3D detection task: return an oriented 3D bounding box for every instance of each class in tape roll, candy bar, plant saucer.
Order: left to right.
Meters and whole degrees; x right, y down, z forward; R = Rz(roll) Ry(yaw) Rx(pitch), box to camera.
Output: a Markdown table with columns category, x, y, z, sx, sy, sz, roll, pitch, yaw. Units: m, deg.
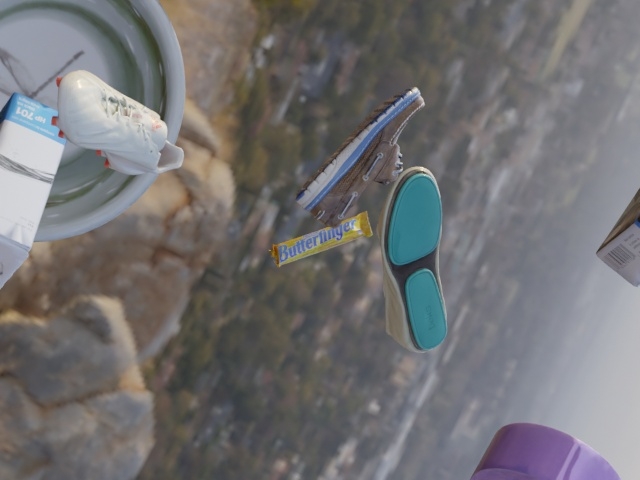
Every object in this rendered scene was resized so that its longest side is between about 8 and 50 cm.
| category | x | y | z | sx | sy | sz | roll | pitch | yaw |
| --- | --- | --- | --- | --- | --- | --- | --- | --- | --- |
| plant saucer | -0.374 | -0.199 | 1.903 | 0.100 | 0.401 | 0.400 | -95 | -150 | -88 |
| candy bar | 0.000 | 0.000 | 2.198 | 0.018 | 0.162 | 0.040 | 50 | 22 | -72 |
| tape roll | 0.294 | 0.328 | 1.880 | 0.080 | 0.189 | 0.189 | -54 | 163 | -31 |

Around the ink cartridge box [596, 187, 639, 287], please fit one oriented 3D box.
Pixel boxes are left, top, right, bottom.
| category | x | y | z | sx | sy | sz | roll | pitch | yaw |
| --- | --- | --- | --- | --- | --- | --- | --- | --- | --- |
| ink cartridge box | 0.410 | -0.110 | 1.464 | 0.332 | 0.065 | 0.165 | -50 | 178 | -31 |

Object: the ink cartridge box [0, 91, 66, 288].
| category | x | y | z | sx | sy | sz | roll | pitch | yaw |
| --- | --- | --- | --- | --- | --- | --- | --- | --- | --- |
| ink cartridge box | -0.365 | -0.052 | 1.659 | 0.140 | 0.082 | 0.190 | -40 | -149 | 48 |

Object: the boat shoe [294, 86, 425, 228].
| category | x | y | z | sx | sy | sz | roll | pitch | yaw |
| --- | --- | --- | --- | --- | --- | --- | --- | --- | --- |
| boat shoe | 0.056 | -0.090 | 1.598 | 0.183 | 0.066 | 0.066 | -45 | -171 | 1 |

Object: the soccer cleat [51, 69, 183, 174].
| category | x | y | z | sx | sy | sz | roll | pitch | yaw |
| --- | --- | --- | --- | --- | --- | --- | --- | --- | --- |
| soccer cleat | -0.180 | -0.105 | 1.296 | 0.196 | 0.076 | 0.068 | 48 | 46 | -73 |

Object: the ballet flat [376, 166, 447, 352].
| category | x | y | z | sx | sy | sz | roll | pitch | yaw |
| --- | --- | --- | --- | --- | --- | --- | --- | --- | --- |
| ballet flat | 0.101 | 0.019 | 1.740 | 0.086 | 0.086 | 0.248 | -45 | 136 | -54 |
